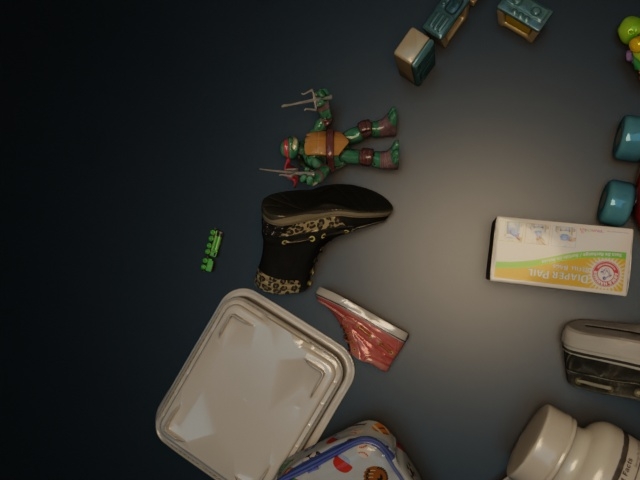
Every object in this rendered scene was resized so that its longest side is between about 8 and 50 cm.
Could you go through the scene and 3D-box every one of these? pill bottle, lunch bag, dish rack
[{"bbox_3d":[0.452,0.384,0.998,0.319,0.176,0.176,31,94,12],"label":"pill bottle"},{"bbox_3d":[0.068,0.467,1.091,0.243,0.115,0.303,-30,92,8],"label":"lunch bag"},{"bbox_3d":[-0.129,0.280,1.182,0.286,0.072,0.332,31,93,12],"label":"dish rack"}]

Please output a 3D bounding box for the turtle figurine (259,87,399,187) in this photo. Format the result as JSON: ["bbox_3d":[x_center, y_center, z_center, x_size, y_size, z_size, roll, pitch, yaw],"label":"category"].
[{"bbox_3d":[0.014,-0.169,1.145,0.234,0.118,0.175,-3,79,1],"label":"turtle figurine"}]

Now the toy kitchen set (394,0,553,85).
[{"bbox_3d":[0.251,-0.332,1.100,0.166,0.122,0.207,36,95,11],"label":"toy kitchen set"}]

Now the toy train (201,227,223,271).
[{"bbox_3d":[-0.200,0.018,1.234,0.024,0.017,0.083,16,91,2],"label":"toy train"}]

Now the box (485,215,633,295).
[{"bbox_3d":[0.374,0.024,1.063,0.203,0.114,0.103,6,89,11],"label":"box"}]

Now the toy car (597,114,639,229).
[{"bbox_3d":[0.551,-0.095,0.968,0.219,0.238,0.210,14,90,13],"label":"toy car"}]

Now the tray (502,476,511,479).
[{"bbox_3d":[0.352,0.525,1.088,0.145,0.030,0.270,-43,80,8],"label":"tray"}]

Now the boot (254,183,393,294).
[{"bbox_3d":[-0.002,-0.001,1.156,0.085,0.237,0.178,57,143,44],"label":"boot"}]

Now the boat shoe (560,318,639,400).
[{"bbox_3d":[0.524,0.200,0.987,0.335,0.121,0.119,9,110,47],"label":"boat shoe"}]

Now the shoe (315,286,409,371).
[{"bbox_3d":[0.057,0.152,1.149,0.178,0.063,0.081,29,89,7],"label":"shoe"}]

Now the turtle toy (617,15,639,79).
[{"bbox_3d":[0.528,-0.307,1.069,0.095,0.066,0.130,-25,79,-14],"label":"turtle toy"}]
